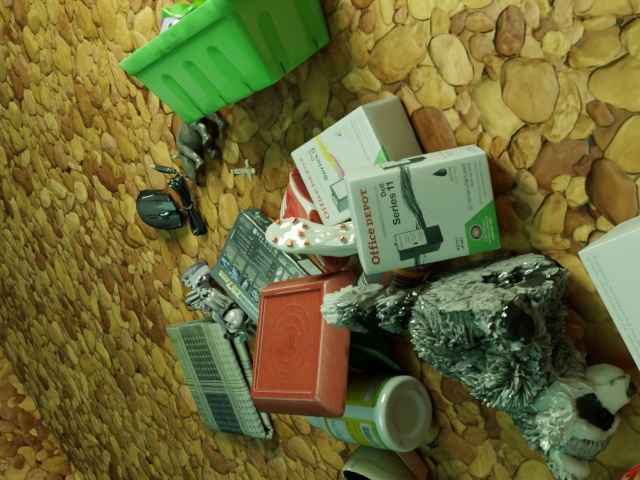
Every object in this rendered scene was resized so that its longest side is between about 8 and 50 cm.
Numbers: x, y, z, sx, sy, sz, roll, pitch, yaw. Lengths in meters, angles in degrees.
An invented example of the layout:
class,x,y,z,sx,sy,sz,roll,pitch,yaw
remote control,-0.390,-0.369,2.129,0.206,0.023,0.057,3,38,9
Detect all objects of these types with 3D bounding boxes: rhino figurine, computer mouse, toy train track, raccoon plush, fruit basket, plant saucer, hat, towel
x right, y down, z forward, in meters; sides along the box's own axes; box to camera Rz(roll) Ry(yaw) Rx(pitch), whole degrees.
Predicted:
class,x,y,z,sx,sy,sz,roll,pitch,yaw
rhino figurine,-0.273,-0.211,1.618,0.106,0.073,0.243,50,146,12
computer mouse,-0.393,-0.099,1.790,0.262,0.060,0.184,15,132,43
toy train track,-0.167,-0.146,1.575,0.083,0.014,0.048,4,111,48
raccoon plush,0.241,0.191,1.135,0.446,0.216,0.299,-2,111,48
fruit basket,-0.196,-0.435,1.298,0.392,0.283,0.392,27,141,24
plant saucer,-0.046,0.188,1.367,0.258,0.047,0.259,-12,68,50
hat,0.088,0.136,1.418,0.208,0.184,0.173,35,155,-34
towel,-0.259,0.347,1.902,0.312,0.056,0.324,-12,101,53

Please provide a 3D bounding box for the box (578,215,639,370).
class,x,y,z,sx,sy,sz,roll,pitch,yaw
box,0.448,0.046,0.894,0.182,0.119,0.181,-31,84,50

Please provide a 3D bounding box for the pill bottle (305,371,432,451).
class,x,y,z,sx,sy,sz,roll,pitch,yaw
pill bottle,0.081,0.322,1.428,0.245,0.136,0.136,-8,102,50

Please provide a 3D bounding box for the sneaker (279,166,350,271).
class,x,y,z,sx,sy,sz,roll,pitch,yaw
sneaker,-0.012,-0.021,1.409,0.128,0.087,0.221,119,140,-55

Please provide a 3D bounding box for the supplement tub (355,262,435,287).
class,x,y,z,sx,sy,sz,roll,pitch,yaw
supplement tub,0.131,0.047,1.262,0.106,0.106,0.198,45,136,24

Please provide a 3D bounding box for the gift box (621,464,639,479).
class,x,y,z,sx,sy,sz,roll,pitch,yaw
gift box,0.507,0.296,0.852,0.258,0.255,0.276,32,136,32

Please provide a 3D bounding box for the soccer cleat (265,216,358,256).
class,x,y,z,sx,sy,sz,roll,pitch,yaw
soccer cleat,0.000,0.000,1.288,0.196,0.068,0.076,1,155,21

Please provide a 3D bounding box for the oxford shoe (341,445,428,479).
class,x,y,z,sx,sy,sz,roll,pitch,yaw
oxford shoe,0.189,0.555,1.407,0.397,0.146,0.140,47,135,17

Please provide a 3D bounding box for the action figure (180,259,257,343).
class,x,y,z,sx,sy,sz,roll,pitch,yaw
action figure,-0.232,0.150,1.675,0.185,0.099,0.285,56,169,-29

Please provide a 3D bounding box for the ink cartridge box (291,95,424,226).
class,x,y,z,sx,sy,sz,roll,pitch,yaw
ink cartridge box,0.066,-0.127,1.261,0.212,0.093,0.154,-24,91,53

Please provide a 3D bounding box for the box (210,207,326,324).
class,x,y,z,sx,sy,sz,roll,pitch,yaw
box,-0.114,0.072,1.558,0.232,0.059,0.183,43,120,27

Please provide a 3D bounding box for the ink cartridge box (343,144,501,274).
class,x,y,z,sx,sy,sz,roll,pitch,yaw
ink cartridge box,0.150,-0.046,1.116,0.087,0.208,0.153,-92,-10,-75
